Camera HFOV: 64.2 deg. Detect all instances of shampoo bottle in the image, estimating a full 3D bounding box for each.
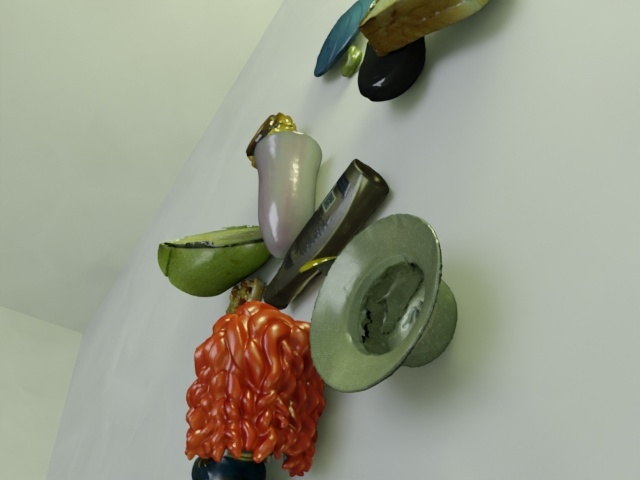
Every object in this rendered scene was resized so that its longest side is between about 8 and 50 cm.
[{"bbox_3d":[0.000,0.000,1.046,0.350,0.084,0.126,-53,26,19],"label":"shampoo bottle"}]

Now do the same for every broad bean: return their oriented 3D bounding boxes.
[{"bbox_3d":[0.083,-0.486,1.390,0.083,0.045,0.063,-64,16,10],"label":"broad bean"}]

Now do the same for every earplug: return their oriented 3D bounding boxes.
[{"bbox_3d":[-0.077,-0.089,1.204,0.172,0.172,0.302,-36,44,41],"label":"earplug"}]

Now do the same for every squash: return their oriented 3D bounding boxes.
[{"bbox_3d":[-0.249,0.008,1.319,0.309,0.233,0.210,-41,71,45],"label":"squash"}]

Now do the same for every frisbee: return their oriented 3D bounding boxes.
[{"bbox_3d":[0.058,-0.611,1.496,0.289,0.049,0.290,-47,22,26],"label":"frisbee"}]

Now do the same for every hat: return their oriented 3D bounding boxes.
[{"bbox_3d":[0.109,0.102,0.709,0.257,0.130,0.257,-40,34,35],"label":"hat"}]

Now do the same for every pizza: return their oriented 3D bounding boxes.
[{"bbox_3d":[-0.206,0.162,1.300,0.175,0.046,0.134,-62,27,2],"label":"pizza"}]

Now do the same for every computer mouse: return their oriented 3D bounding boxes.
[{"bbox_3d":[0.158,-0.378,1.106,0.137,0.086,0.270,-18,41,33],"label":"computer mouse"}]

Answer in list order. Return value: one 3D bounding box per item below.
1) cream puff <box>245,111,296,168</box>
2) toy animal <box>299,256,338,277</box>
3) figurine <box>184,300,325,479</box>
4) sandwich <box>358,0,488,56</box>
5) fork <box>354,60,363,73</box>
[{"bbox_3d":[-0.129,-0.278,1.478,0.189,0.129,0.189,-50,20,26],"label":"cream puff"},{"bbox_3d":[0.056,0.085,0.885,0.219,0.155,0.095,76,179,-69],"label":"toy animal"},{"bbox_3d":[-0.129,0.319,0.874,0.306,0.240,0.412,-68,-3,-66],"label":"figurine"},{"bbox_3d":[0.249,-0.520,1.000,0.271,0.099,0.301,4,53,50],"label":"sandwich"},{"bbox_3d":[0.125,-0.485,1.352,0.115,0.012,0.016,-46,27,38],"label":"fork"}]
